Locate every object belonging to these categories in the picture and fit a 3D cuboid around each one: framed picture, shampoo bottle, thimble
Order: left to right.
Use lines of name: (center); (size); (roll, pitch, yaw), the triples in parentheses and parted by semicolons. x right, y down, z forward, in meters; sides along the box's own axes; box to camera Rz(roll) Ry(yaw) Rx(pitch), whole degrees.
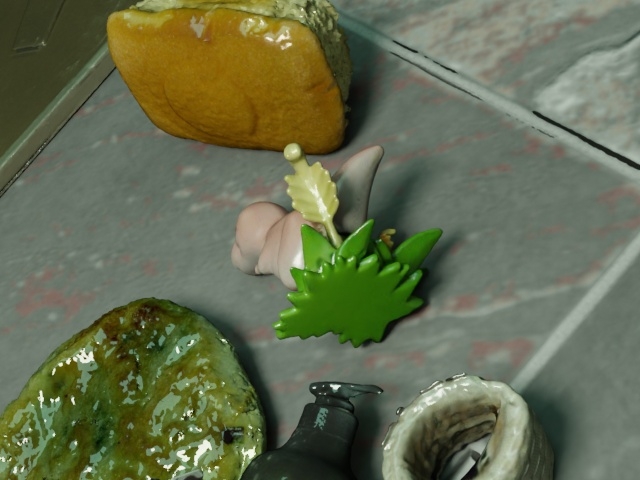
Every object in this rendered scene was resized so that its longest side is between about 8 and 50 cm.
framed picture: (-0.345, -0.283, 1.350); (0.326, 0.028, 0.446); (34, 80, 39)
shampoo bottle: (-0.028, 0.236, 0.794); (0.101, 0.101, 0.284); (5, 63, 31)
thimble: (0.108, 0.161, 0.776); (0.102, 0.090, 0.115); (24, 75, 37)

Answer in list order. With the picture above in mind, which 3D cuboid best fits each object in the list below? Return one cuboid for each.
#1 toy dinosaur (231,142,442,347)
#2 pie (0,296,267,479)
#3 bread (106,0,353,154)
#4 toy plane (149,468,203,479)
toy dinosaur: (0.007, -0.001, 0.927); (0.194, 0.152, 0.177); (-64, 38, 36)
pie: (-0.174, 0.183, 0.924); (0.277, 0.078, 0.277); (-14, 56, 22)
bread: (-0.081, -0.170, 1.039); (0.245, 0.174, 0.121); (13, 63, 26)
toy plane: (-0.137, 0.263, 0.796); (0.082, 0.160, 0.234); (37, 122, 33)
